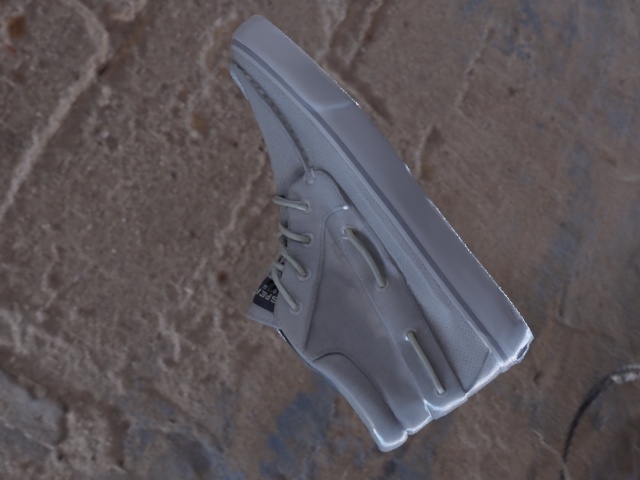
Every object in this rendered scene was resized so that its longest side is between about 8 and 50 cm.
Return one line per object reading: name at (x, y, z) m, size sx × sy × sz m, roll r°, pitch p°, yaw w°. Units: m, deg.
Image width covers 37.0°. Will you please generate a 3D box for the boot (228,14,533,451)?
boot at (0.000, 0.000, 0.562) m, size 0.123 × 0.258 × 0.095 m, roll -39°, pitch 177°, yaw -2°
